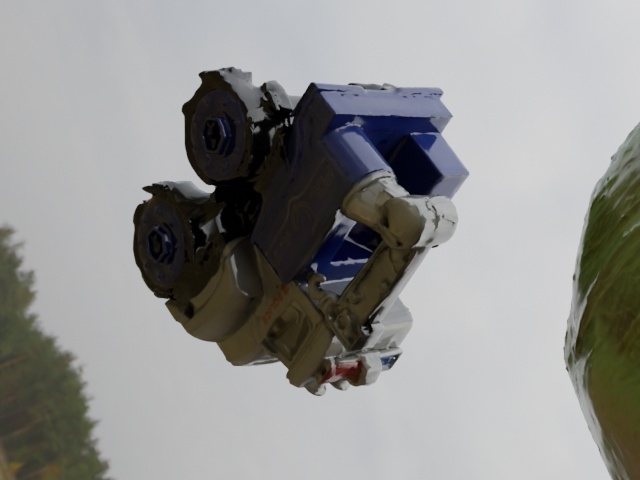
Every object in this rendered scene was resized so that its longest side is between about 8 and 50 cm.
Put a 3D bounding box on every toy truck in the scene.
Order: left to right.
[{"bbox_3d":[0.000,0.000,0.653,0.177,0.161,0.213,55,-49,29],"label":"toy truck"}]

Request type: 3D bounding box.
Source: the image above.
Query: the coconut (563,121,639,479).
[{"bbox_3d":[0.239,0.038,0.419,0.281,0.329,0.328,25,-23,-1],"label":"coconut"}]
